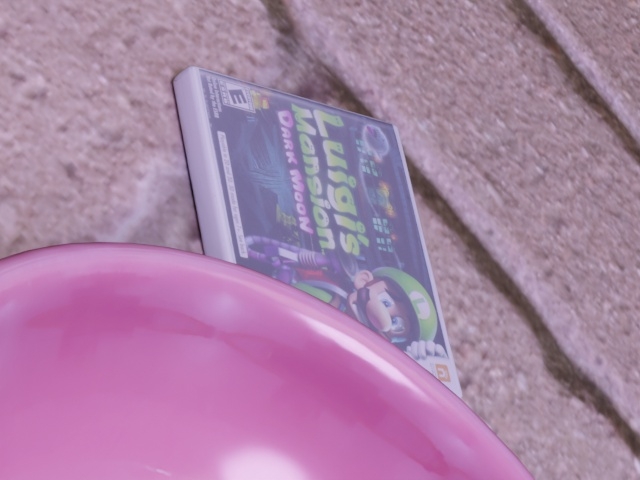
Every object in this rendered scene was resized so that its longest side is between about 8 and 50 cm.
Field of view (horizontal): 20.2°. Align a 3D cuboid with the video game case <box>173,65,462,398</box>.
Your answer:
[{"bbox_3d":[0.000,0.000,1.045,0.173,0.022,0.190,13,56,-43],"label":"video game case"}]

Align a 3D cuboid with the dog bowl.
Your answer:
[{"bbox_3d":[-0.047,0.170,0.684,0.408,0.150,0.408,25,35,-19],"label":"dog bowl"}]
